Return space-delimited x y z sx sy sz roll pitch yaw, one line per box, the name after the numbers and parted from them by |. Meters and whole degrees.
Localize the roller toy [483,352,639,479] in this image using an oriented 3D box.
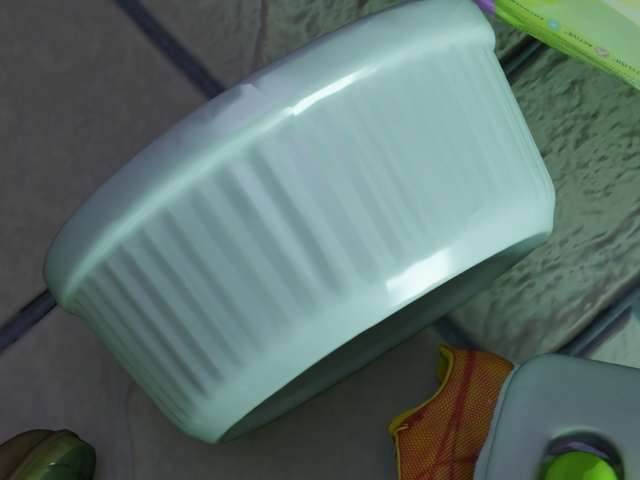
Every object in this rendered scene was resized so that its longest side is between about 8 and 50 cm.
0.154 0.159 0.784 0.146 0.191 0.209 10 29 12 | roller toy

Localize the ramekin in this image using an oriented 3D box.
0.000 0.000 0.829 0.273 0.273 0.127 -32 82 -4 | ramekin

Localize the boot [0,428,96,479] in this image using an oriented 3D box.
-0.299 0.138 0.909 0.269 0.089 0.236 36 79 19 | boot

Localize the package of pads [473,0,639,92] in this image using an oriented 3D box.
0.153 -0.214 0.820 0.296 0.101 0.229 30 94 10 | package of pads

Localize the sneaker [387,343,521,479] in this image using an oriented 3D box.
0.062 0.133 0.860 0.067 0.064 0.175 14 47 13 | sneaker
